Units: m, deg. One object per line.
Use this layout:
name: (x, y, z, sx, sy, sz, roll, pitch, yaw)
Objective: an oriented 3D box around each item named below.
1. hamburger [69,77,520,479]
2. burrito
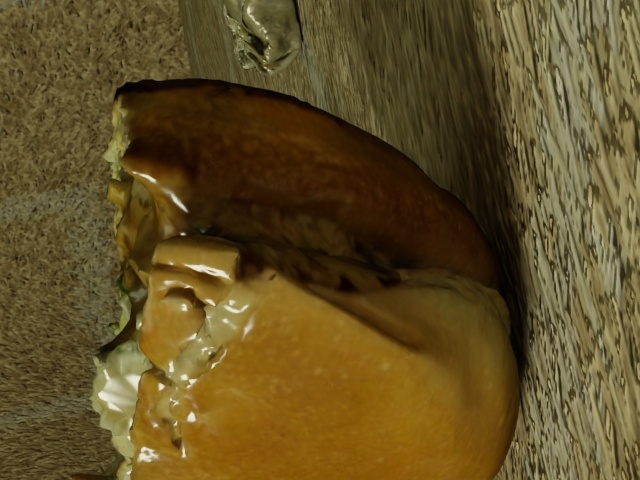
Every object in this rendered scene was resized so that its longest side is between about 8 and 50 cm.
hamburger: (-0.006, 0.048, 0.640, 0.283, 0.156, 0.144, 108, 169, -70)
burrito: (-0.046, -0.184, 1.074, 0.058, 0.045, 0.188, -127, 25, -60)
